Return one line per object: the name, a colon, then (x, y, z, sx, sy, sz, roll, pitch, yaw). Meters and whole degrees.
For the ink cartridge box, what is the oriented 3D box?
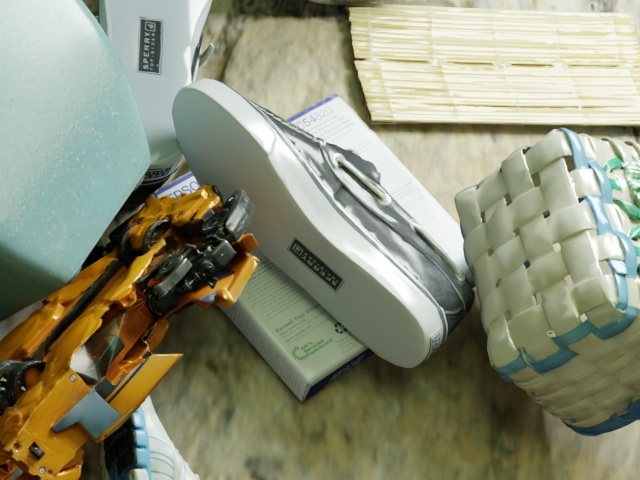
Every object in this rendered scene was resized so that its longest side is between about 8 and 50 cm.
ink cartridge box: (0.000, 0.000, 1.294, 0.223, 0.045, 0.224, -30, 70, -28)

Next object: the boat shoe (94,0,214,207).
boat shoe: (-0.154, -0.175, 1.337, 0.113, 0.105, 0.306, 5, 63, -15)

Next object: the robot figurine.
robot figurine: (-0.162, 0.068, 1.139, 0.291, 0.211, 0.085, -49, 116, -27)

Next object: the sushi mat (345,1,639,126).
sushi mat: (0.185, -0.175, 1.468, 0.316, 0.019, 0.151, 0, 59, -13)

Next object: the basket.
basket: (0.264, 0.048, 1.248, 0.289, 0.201, 0.255, 24, 44, -45)

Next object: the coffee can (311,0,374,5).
coffee can: (0.013, -0.402, 1.452, 0.201, 0.201, 0.275, -4, 56, -16)

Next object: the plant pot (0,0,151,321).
plant pot: (-0.287, -0.074, 1.155, 0.252, 0.248, 0.247, 43, 54, -17)

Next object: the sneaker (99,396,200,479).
sneaker: (-0.116, 0.199, 1.137, 0.083, 0.071, 0.191, -1, 59, -32)

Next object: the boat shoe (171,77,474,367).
boat shoe: (0.006, -0.032, 1.221, 0.301, 0.108, 0.102, 43, 53, 6)
